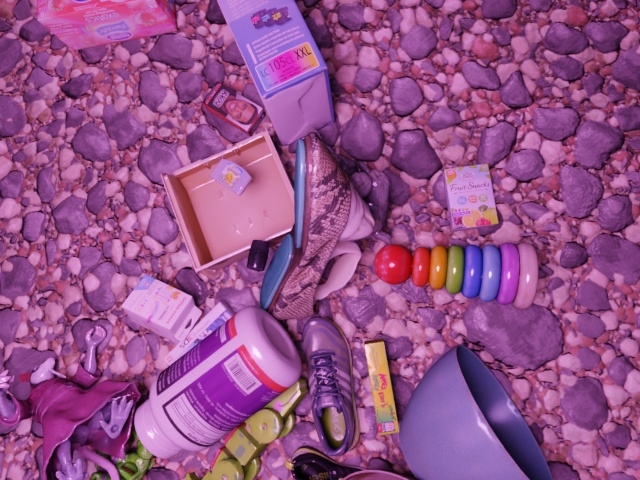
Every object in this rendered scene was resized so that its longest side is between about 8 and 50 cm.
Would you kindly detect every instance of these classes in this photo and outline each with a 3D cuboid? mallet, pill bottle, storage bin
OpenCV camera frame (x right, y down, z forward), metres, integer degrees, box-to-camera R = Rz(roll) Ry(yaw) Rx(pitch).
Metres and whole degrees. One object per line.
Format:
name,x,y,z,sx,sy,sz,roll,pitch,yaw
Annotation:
mallet,-0.136,0.054,0.982,0.039,0.190,0.062,12,69,-5
pill bottle,-0.208,0.290,0.909,0.323,0.181,0.182,-38,80,7
storage bin,-0.192,-0.094,1.044,0.262,0.123,0.261,-24,81,3

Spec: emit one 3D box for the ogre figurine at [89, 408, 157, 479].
ogre figurine,-0.432,0.484,1.004,0.118,0.097,0.197,29,74,21

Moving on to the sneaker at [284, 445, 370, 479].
sneaker,0.034,0.515,0.947,0.234,0.097,0.084,18,85,8

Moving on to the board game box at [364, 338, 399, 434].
board game box,0.129,0.308,0.969,0.043,0.092,0.182,-10,81,3

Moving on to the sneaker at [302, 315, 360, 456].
sneaker,0.023,0.310,0.965,0.111,0.121,0.300,-15,81,3

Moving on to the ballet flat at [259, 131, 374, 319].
ballet flat,0.000,0.000,0.881,0.181,0.483,0.164,6,48,-12

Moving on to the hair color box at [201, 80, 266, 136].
hair color box,-0.214,-0.326,1.119,0.141,0.043,0.072,32,86,9

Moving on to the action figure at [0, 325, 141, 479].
action figure,-0.541,0.367,0.987,0.370,0.248,0.276,9,109,39

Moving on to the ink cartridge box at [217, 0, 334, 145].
ink cartridge box,-0.118,-0.453,1.012,0.151,0.270,0.396,-26,80,0

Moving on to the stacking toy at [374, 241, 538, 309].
stacking toy,0.282,0.063,0.981,0.330,0.141,0.141,5,82,14

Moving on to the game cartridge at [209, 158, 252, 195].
game cartridge,-0.193,-0.141,0.982,0.083,0.017,0.056,32,82,9

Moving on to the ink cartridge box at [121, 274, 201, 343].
ink cartridge box,-0.354,0.159,1.028,0.143,0.090,0.092,22,58,9

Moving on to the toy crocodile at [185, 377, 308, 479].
toy crocodile,-0.151,0.424,0.964,0.105,0.115,0.341,39,92,20

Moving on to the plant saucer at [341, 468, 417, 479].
plant saucer,0.158,0.561,0.841,0.310,0.050,0.311,10,107,33

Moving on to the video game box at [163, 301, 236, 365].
video game box,-0.224,0.276,1.035,0.205,0.048,0.187,44,91,10

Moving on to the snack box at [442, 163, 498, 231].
snack box,0.340,-0.097,1.032,0.100,0.037,0.141,-7,81,4

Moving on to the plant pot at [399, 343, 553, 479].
plant pot,0.269,0.377,0.870,0.195,0.290,0.290,-38,79,19

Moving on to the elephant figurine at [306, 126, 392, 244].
elephant figurine,0.060,-0.127,1.019,0.169,0.239,0.186,1,120,-18

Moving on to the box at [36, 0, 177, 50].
box,-0.534,-0.607,1.143,0.299,0.142,0.154,-9,81,5
